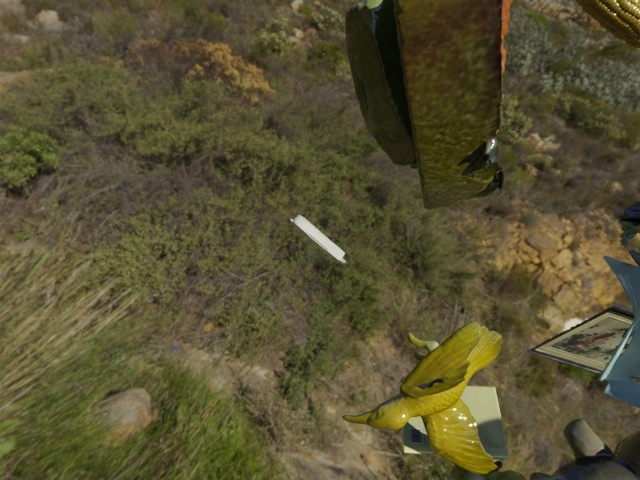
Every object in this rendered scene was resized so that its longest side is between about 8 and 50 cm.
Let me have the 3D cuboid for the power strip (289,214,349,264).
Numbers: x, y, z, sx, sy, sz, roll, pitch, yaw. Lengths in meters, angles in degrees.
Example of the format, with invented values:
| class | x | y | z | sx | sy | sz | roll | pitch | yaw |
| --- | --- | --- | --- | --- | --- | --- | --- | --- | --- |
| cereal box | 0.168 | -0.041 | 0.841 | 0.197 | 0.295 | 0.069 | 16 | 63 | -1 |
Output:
| class | x | y | z | sx | sy | sz | roll | pitch | yaw |
| --- | --- | --- | --- | --- | --- | --- | --- | --- | --- |
| power strip | 0.000 | 0.000 | 1.058 | 0.191 | 0.030 | 0.047 | 40 | -11 | -7 |

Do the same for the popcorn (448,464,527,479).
| class | x | y | z | sx | sy | sz | roll | pitch | yaw |
| --- | --- | --- | --- | --- | --- | --- | --- | --- | --- |
| popcorn | 0.184 | 0.347 | 0.410 | 0.220 | 0.204 | 0.184 | 26 | 21 | -2 |

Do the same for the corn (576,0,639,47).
| class | x | y | z | sx | sy | sz | roll | pitch | yaw |
| --- | --- | --- | --- | --- | --- | --- | --- | --- | --- |
| corn | 0.655 | -0.514 | 0.907 | 0.261 | 0.097 | 0.097 | 29 | 10 | -15 |

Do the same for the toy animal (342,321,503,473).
| class | x | y | z | sx | sy | sz | roll | pitch | yaw |
| --- | --- | --- | --- | --- | --- | --- | --- | --- | --- |
| toy animal | 0.100 | 0.142 | 0.400 | 0.219 | 0.155 | 0.095 | 60 | 34 | -30 |

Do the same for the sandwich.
| class | x | y | z | sx | sy | sz | roll | pitch | yaw |
| --- | --- | --- | --- | --- | --- | --- | --- | --- | --- |
| sandwich | 0.104 | -0.210 | 0.397 | 0.161 | 0.302 | 0.250 | 5 | -27 | 22 |

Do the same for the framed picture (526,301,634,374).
| class | x | y | z | sx | sy | sz | roll | pitch | yaw |
| --- | --- | --- | --- | --- | --- | --- | --- | --- | --- |
| framed picture | 0.505 | 0.180 | 0.721 | 0.199 | 0.195 | 0.010 | 18 | 51 | -10 |

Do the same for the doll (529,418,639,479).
| class | x | y | z | sx | sy | sz | roll | pitch | yaw |
| --- | --- | --- | --- | --- | --- | --- | --- | --- | --- |
| doll | 0.556 | 0.437 | 0.619 | 0.378 | 0.381 | 0.253 | -37 | 107 | -77 |

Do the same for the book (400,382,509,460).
| class | x | y | z | sx | sy | sz | roll | pitch | yaw |
| --- | --- | --- | --- | --- | --- | --- | --- | --- | --- |
| book | 0.147 | 0.201 | 0.467 | 0.110 | 0.014 | 0.077 | 1 | 49 | 6 |

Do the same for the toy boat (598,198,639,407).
| class | x | y | z | sx | sy | sz | roll | pitch | yaw |
| --- | --- | --- | --- | --- | --- | --- | --- | --- | --- |
| toy boat | 0.423 | 0.049 | 0.502 | 0.070 | 0.292 | 0.210 | 18 | 34 | -27 |
